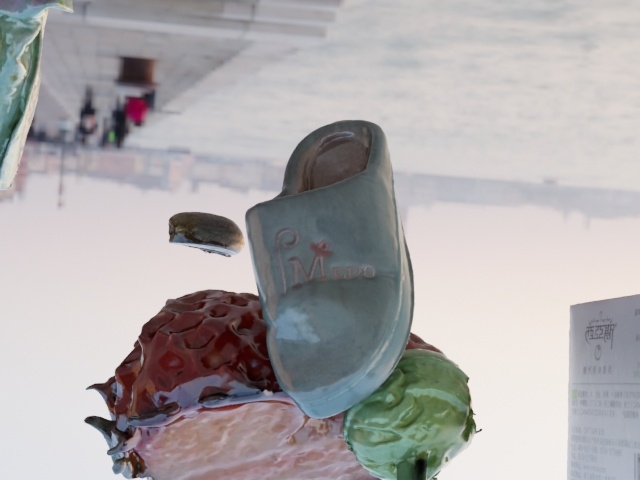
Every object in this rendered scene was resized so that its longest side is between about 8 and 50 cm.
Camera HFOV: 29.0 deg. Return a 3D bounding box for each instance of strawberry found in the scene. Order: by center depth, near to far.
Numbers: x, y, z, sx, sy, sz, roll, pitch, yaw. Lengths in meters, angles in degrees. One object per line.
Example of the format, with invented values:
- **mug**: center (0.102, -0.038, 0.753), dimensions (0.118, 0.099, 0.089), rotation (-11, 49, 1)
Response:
- **strawberry**: center (-0.045, 0.115, 1.005), dimensions (0.280, 0.150, 0.253), rotation (-28, 141, 15)

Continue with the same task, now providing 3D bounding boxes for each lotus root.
- **lotus root**: center (-0.106, -0.008, 1.204), dimensions (0.083, 0.037, 0.030), rotation (13, 164, -37)

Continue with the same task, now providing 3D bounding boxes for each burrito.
- **burrito**: center (-0.283, -0.165, 1.116), dimensions (0.089, 0.229, 0.144), rotation (11, -149, -20)

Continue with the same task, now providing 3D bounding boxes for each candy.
- **candy**: center (0.055, 0.184, 0.764), dimensions (0.093, 0.092, 0.335), rotation (0, -150, 4)

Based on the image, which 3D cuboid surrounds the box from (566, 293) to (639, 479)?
- **box**: center (0.295, 0.141, 1.001), dimensions (0.111, 0.194, 0.260), rotation (4, 174, -9)

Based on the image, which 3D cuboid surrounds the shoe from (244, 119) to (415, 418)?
- **shoe**: center (0.000, 0.000, 0.878), dimensions (0.103, 0.251, 0.100), rotation (-22, 136, 27)
